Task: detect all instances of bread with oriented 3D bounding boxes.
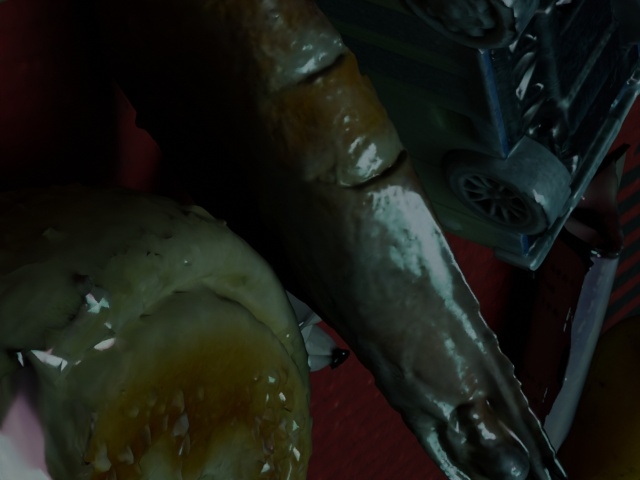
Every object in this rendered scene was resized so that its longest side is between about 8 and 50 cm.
[{"bbox_3d":[-0.125,0.109,0.729,0.305,0.159,0.305,-46,148,-40],"label":"bread"}]

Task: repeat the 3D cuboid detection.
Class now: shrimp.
[{"bbox_3d":[0.000,0.000,0.787,0.062,0.164,0.317,-40,104,-23],"label":"shrimp"}]

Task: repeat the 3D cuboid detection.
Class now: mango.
[{"bbox_3d":[0.268,0.152,1.602,0.219,0.112,0.145,120,-11,-46],"label":"mango"}]

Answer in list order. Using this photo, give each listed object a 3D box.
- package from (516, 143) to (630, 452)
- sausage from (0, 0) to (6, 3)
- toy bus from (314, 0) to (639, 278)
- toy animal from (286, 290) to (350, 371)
[{"bbox_3d":[0.200,0.050,1.464,0.251,0.062,0.204,-55,160,-61],"label":"package"},{"bbox_3d":[-0.157,-0.095,0.614,0.301,0.066,0.066,-32,138,-49],"label":"sausage"},{"bbox_3d":[0.043,-0.140,0.821,0.152,0.190,0.312,-57,153,-21],"label":"toy bus"},{"bbox_3d":[-0.023,0.042,0.938,0.127,0.131,0.182,-13,160,-22],"label":"toy animal"}]
